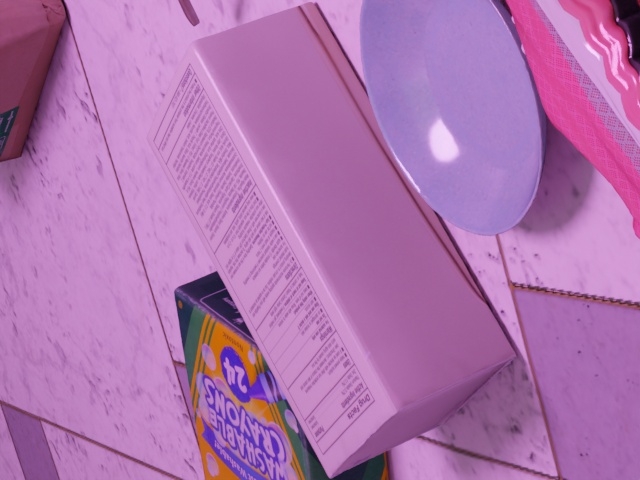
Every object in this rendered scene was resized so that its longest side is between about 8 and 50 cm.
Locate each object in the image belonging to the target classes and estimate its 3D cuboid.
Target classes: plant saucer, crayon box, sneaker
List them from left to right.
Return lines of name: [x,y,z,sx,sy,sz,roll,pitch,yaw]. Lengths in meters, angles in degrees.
crayon box: [-0.024,0.203,1.590,0.203,0.083,0.323,31,137,50]
plant saucer: [0.094,-0.100,1.185,0.195,0.037,0.195,41,143,41]
sneaker: [0.138,-0.127,0.997,0.313,0.116,0.136,62,156,13]

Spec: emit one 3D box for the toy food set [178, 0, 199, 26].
toy food set: [-0.137,-0.273,1.465,0.218,0.071,0.128,48,172,38]

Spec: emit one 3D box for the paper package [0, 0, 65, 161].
paper package: [-0.417,-0.247,1.886,0.309,0.168,0.325,61,152,13]

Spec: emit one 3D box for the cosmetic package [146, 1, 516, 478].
cosmetic package: [0.000,0.000,1.355,0.309,0.113,0.160,61,153,13]
